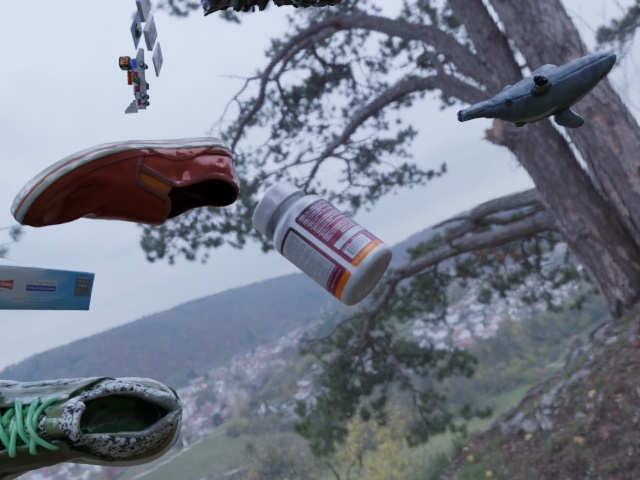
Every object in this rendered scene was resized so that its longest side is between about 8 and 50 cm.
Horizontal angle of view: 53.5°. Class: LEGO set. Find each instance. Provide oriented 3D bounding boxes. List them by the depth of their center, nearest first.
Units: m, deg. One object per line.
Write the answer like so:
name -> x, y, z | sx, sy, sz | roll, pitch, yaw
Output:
LEGO set -> -0.382, -0.387, 1.315 | 0.060, 0.244, 0.182 | -2, -43, 0

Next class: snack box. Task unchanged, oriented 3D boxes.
snack box -> -0.498, 0.046, 0.865 | 0.322, 0.060, 0.187 | 6, -4, 23

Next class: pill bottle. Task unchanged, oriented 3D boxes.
pill bottle -> 0.000, 0.000, 1.061 | 0.121, 0.221, 0.121 | -44, -22, -23

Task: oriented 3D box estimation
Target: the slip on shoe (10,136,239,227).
slip on shoe -> -0.251, -0.069, 0.880 | 0.331, 0.101, 0.123 | -16, -22, -41

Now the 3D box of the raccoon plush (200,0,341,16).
raccoon plush -> -0.024, -0.376, 0.441 | 0.216, 0.299, 0.446 | 18, 52, 20

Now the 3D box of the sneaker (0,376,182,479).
sneaker -> -0.373, 0.242, 0.859 | 0.410, 0.158, 0.182 | -2, -22, -29

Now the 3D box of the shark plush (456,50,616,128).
shark plush -> 0.206, -0.152, 0.625 | 0.161, 0.073, 0.067 | -6, -13, -11
